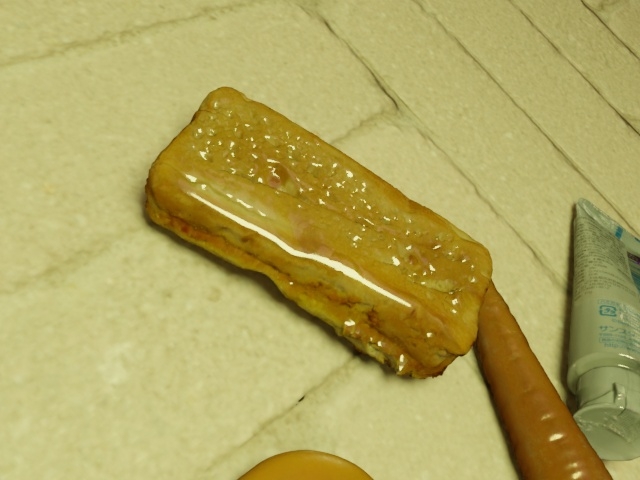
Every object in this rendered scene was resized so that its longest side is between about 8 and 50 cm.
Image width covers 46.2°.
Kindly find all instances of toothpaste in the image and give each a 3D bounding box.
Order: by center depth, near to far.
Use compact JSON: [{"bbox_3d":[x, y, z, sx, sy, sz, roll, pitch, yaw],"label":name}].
[{"bbox_3d":[0.277,0.070,0.709,0.114,0.073,0.299,35,40,-4],"label":"toothpaste"}]

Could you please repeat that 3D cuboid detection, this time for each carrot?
[{"bbox_3d":[0.172,0.149,0.588,0.069,0.069,0.336,-1,55,-32],"label":"carrot"}]

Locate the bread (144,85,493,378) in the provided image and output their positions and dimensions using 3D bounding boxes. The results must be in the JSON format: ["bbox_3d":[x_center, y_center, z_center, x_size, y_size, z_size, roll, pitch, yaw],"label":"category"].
[{"bbox_3d":[0.001,-0.001,0.577,0.271,0.077,0.139,31,51,-7],"label":"bread"}]

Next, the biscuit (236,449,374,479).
[{"bbox_3d":[0.010,0.207,0.453,0.170,0.050,0.170,16,52,-22],"label":"biscuit"}]
